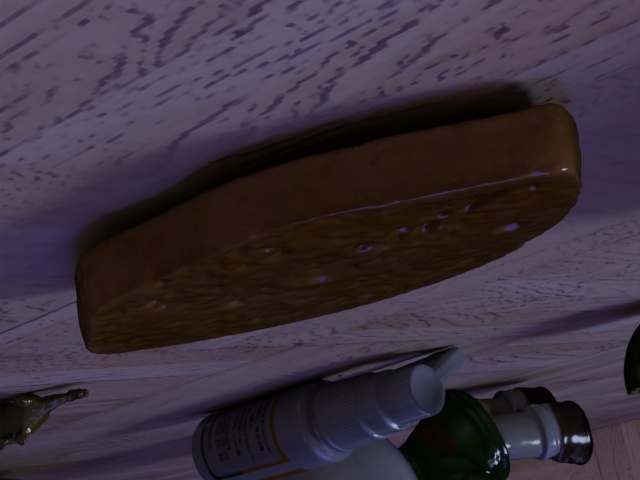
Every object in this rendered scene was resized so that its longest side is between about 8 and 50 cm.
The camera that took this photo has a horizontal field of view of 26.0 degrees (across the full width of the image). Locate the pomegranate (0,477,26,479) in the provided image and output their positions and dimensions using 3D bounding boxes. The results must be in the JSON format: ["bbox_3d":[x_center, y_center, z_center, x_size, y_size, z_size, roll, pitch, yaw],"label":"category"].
[{"bbox_3d":[-0.300,0.326,1.154,0.270,0.252,0.229,-16,-164,-7],"label":"pomegranate"}]

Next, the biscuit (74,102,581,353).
[{"bbox_3d":[0.000,0.000,0.470,0.142,0.029,0.220,2,161,-43],"label":"biscuit"}]

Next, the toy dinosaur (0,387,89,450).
[{"bbox_3d":[-0.181,0.106,0.785,0.113,0.026,0.041,-25,-179,17],"label":"toy dinosaur"}]

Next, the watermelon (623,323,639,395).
[{"bbox_3d":[0.257,0.071,0.966,0.105,0.062,0.105,-19,170,-4],"label":"watermelon"}]

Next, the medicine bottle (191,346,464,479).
[{"bbox_3d":[0.006,0.127,1.012,0.220,0.061,0.092,-23,-172,42],"label":"medicine bottle"}]

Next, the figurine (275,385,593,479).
[{"bbox_3d":[0.072,0.226,1.285,0.370,0.167,0.281,-17,-162,-19],"label":"figurine"}]
